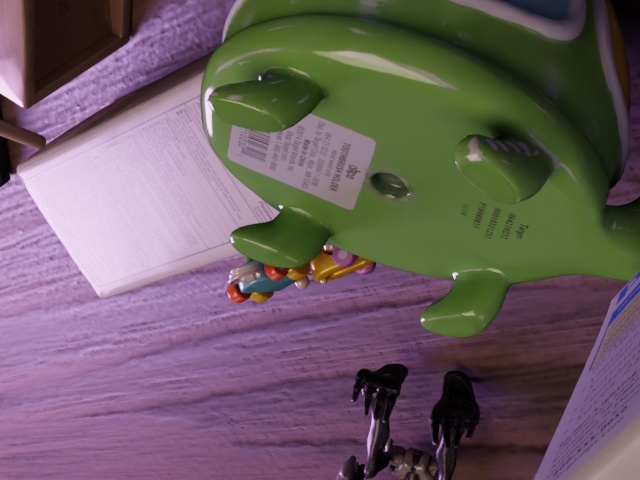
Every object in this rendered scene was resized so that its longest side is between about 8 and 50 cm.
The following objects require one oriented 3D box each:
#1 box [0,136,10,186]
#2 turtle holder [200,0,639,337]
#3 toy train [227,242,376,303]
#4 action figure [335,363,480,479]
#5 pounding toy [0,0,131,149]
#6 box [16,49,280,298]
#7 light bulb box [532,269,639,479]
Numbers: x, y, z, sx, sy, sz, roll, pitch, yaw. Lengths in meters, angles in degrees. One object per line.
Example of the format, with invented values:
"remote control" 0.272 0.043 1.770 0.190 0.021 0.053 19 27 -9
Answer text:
"box" -0.399 -0.155 1.558 0.190 0.045 0.184 26 139 27
"turtle holder" 0.096 -0.095 0.953 0.320 0.227 0.243 6 148 28
"toy train" 0.000 0.000 1.242 0.125 0.166 0.046 102 151 -71
"action figure" 0.066 0.236 1.357 0.164 0.141 0.276 17 132 19
"pounding toy" -0.257 -0.164 1.276 0.094 0.206 0.181 32 140 21
"box" -0.100 -0.064 1.276 0.311 0.121 0.148 -16 110 50
"light bulb box" 0.302 0.032 0.665 0.225 0.361 0.358 46 110 4
